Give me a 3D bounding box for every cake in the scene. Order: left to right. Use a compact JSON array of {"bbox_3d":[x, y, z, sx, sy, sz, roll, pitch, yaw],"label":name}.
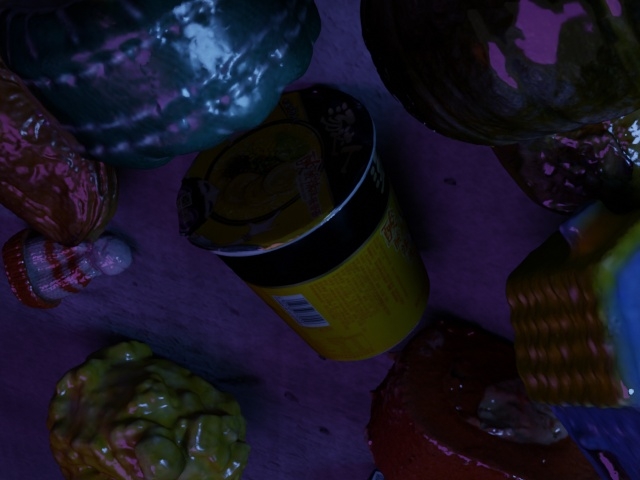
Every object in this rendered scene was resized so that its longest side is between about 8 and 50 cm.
[{"bbox_3d":[0.185,0.216,1.447,0.283,0.177,0.151,27,141,-1],"label":"cake"}]

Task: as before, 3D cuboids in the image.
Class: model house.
[{"bbox_3d":[0.303,0.094,1.168,0.303,0.215,0.237,53,168,-3],"label":"model house"}]

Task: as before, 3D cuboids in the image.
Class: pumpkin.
[{"bbox_3d":[0.173,-0.191,0.913,0.320,0.320,0.192,-21,109,43],"label":"pumpkin"}]

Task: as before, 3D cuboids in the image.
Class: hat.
[{"bbox_3d":[-0.303,0.026,1.616,0.162,0.093,0.112,-17,135,20],"label":"hat"}]

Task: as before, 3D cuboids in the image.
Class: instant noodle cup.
[{"bbox_3d":[0.000,0.000,1.315,0.215,0.215,0.236,-2,139,32],"label":"instant noodle cup"}]

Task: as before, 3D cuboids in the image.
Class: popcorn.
[{"bbox_3d":[-0.219,0.270,1.707,0.250,0.235,0.242,19,168,41],"label":"popcorn"}]

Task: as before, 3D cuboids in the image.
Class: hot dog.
[{"bbox_3d":[-0.336,-0.110,1.444,0.272,0.122,0.196,35,142,-15],"label":"hot dog"}]

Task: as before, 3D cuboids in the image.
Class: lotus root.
[{"bbox_3d":[0.229,-0.085,1.175,0.183,0.078,0.203,-19,120,41],"label":"lotus root"}]

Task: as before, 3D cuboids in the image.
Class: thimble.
[{"bbox_3d":[-0.148,-0.188,1.140,0.288,0.254,0.167,-6,129,36],"label":"thimble"}]

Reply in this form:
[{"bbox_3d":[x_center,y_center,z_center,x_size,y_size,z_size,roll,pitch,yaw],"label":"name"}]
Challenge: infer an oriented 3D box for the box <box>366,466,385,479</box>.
[{"bbox_3d":[0.185,0.395,1.725,0.259,0.071,0.168,10,138,19],"label":"box"}]
